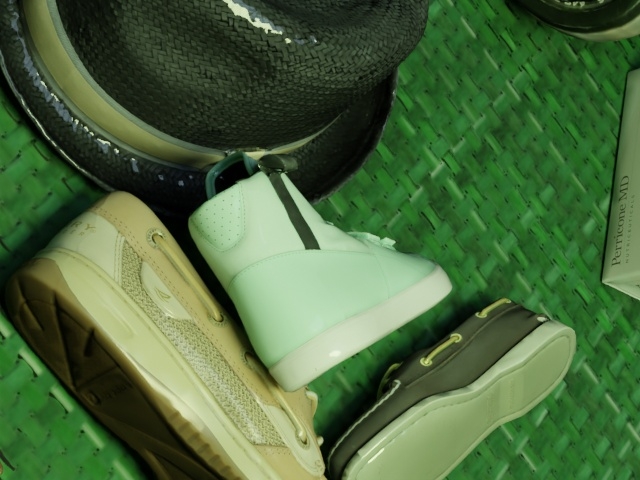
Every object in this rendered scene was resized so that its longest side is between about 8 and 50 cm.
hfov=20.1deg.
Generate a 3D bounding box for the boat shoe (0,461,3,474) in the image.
[{"bbox_3d":[-0.233,0.068,1.045,0.060,0.064,0.178,-38,100,-35],"label":"boat shoe"}]

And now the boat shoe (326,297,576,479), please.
[{"bbox_3d":[0.083,0.112,1.276,0.228,0.069,0.081,-29,136,-34],"label":"boat shoe"}]

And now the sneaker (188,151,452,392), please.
[{"bbox_3d":[0.000,0.000,1.179,0.151,0.094,0.256,59,17,3],"label":"sneaker"}]

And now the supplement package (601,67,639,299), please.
[{"bbox_3d":[0.392,-0.046,1.422,0.198,0.263,0.199,24,65,-30],"label":"supplement package"}]

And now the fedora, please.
[{"bbox_3d":[-0.048,-0.169,1.188,0.334,0.152,0.334,11,72,-35],"label":"fedora"}]

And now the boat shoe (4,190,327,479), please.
[{"bbox_3d":[-0.048,0.119,1.137,0.341,0.122,0.110,52,55,-14],"label":"boat shoe"}]

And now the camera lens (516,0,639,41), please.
[{"bbox_3d":[0.273,-0.284,1.418,0.274,0.219,0.219,-20,91,-39],"label":"camera lens"}]
